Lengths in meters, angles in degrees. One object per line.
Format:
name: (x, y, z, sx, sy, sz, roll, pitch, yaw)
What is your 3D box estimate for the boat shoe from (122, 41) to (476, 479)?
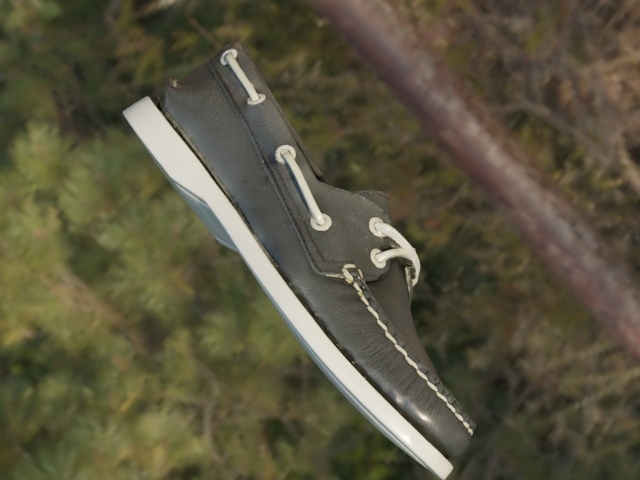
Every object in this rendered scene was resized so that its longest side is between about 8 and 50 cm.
boat shoe: (0.000, 0.000, 0.922, 0.302, 0.091, 0.114, 50, 176, 24)
